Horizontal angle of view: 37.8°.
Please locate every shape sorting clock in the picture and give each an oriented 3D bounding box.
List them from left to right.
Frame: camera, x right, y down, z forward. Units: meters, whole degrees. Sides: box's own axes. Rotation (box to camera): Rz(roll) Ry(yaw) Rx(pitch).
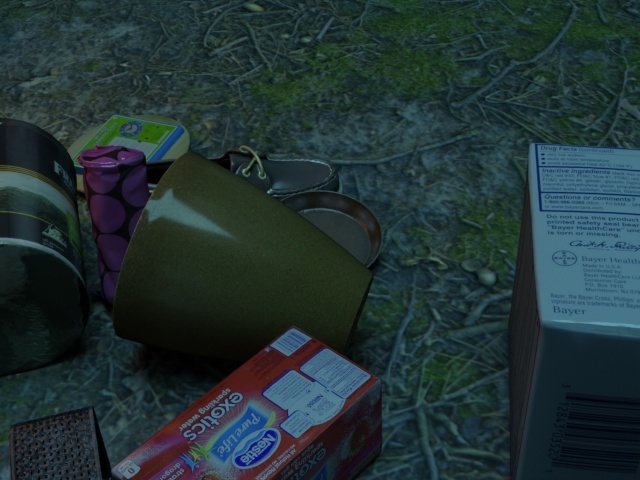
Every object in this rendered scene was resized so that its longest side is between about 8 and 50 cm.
[{"bbox_3d":[-0.304,-0.134,1.463,0.206,0.040,0.206,-3,42,3],"label":"shape sorting clock"}]

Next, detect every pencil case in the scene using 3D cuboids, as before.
[{"bbox_3d":[-0.254,-0.021,1.185,0.095,0.209,0.098,-7,28,-12],"label":"pencil case"}]

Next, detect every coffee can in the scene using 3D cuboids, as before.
[{"bbox_3d":[-0.402,0.001,1.175,0.201,0.202,0.275,-11,40,-10],"label":"coffee can"}]

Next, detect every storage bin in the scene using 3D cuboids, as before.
[{"bbox_3d":[-0.241,0.264,0.898,0.084,0.122,0.180,-12,39,-11],"label":"storage bin"}]

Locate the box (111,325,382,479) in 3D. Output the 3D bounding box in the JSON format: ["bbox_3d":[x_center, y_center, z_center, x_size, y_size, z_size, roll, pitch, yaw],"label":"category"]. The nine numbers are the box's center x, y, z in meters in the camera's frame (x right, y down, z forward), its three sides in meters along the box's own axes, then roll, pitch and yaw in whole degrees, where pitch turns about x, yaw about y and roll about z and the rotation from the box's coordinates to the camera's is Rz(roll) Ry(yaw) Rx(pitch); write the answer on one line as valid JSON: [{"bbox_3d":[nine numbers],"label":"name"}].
[{"bbox_3d":[-0.064,0.221,0.938,0.128,0.123,0.257,27,48,33],"label":"box"}]

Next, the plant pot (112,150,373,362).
[{"bbox_3d":[-0.075,0.047,1.099,0.254,0.237,0.237,20,42,6],"label":"plant pot"}]

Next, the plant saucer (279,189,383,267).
[{"bbox_3d":[0.000,0.000,1.268,0.168,0.029,0.169,2,48,-2],"label":"plant saucer"}]

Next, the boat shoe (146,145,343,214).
[{"bbox_3d":[-0.127,-0.078,1.336,0.324,0.097,0.117,-7,39,-5],"label":"boat shoe"}]

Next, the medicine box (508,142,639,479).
[{"bbox_3d":[0.280,0.086,0.969,0.149,0.264,0.289,4,40,8],"label":"medicine box"}]
